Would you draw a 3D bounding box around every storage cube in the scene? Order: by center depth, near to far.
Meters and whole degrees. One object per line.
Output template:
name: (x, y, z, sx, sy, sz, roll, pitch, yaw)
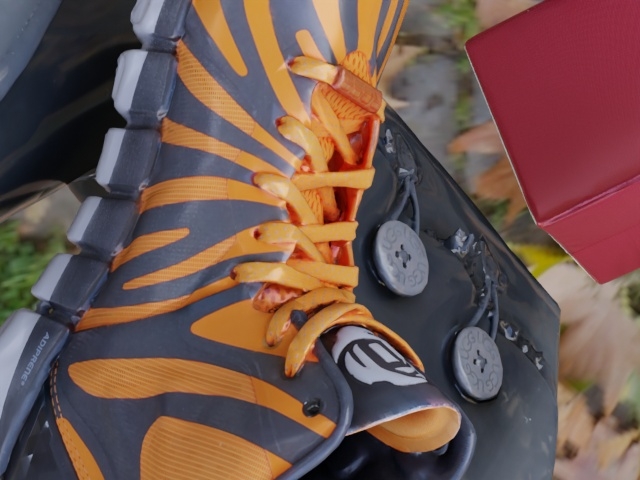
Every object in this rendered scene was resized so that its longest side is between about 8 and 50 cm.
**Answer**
storage cube: (0.262, -0.101, 1.637, 0.193, 0.184, 0.215, -26, 65, 16)

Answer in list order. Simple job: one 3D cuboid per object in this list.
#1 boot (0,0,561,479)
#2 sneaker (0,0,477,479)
boot: (-0.055, 0.029, 0.936, 0.146, 0.367, 0.445, -6, 132, 37)
sneaker: (0.000, 0.000, 0.729, 0.180, 0.124, 0.321, 26, 94, 41)
